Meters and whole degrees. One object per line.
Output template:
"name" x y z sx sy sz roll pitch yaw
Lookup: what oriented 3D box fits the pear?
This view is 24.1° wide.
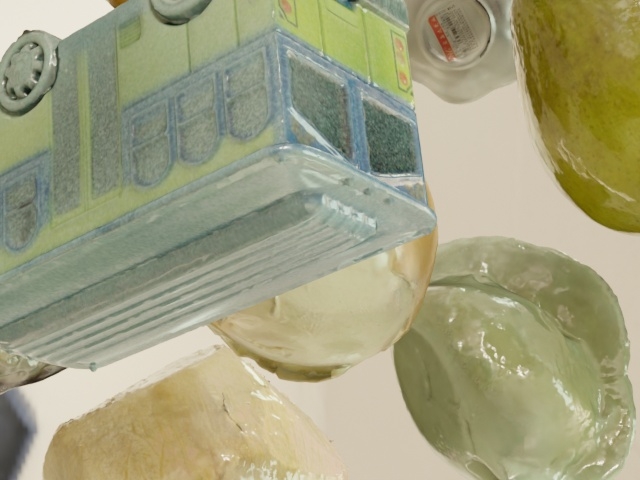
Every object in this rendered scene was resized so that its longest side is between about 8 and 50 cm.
"pear" 0.323 -0.171 1.492 0.375 0.287 0.287 47 -18 1

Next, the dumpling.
"dumpling" 0.207 0.155 1.719 0.320 0.270 0.212 62 27 -3

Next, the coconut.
"coconut" -0.150 0.362 1.938 0.404 0.404 0.404 175 -90 -76

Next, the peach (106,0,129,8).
"peach" -0.188 -0.284 1.390 0.179 0.103 0.179 43 -7 6

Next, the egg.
"egg" 0.000 0.000 1.280 0.201 0.201 0.244 106 7 -56

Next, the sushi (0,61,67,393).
"sushi" -0.378 -0.003 1.618 0.294 0.281 0.299 56 -42 43

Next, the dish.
"dish" 0.197 -0.303 2.145 0.081 0.229 0.229 -42 131 -71

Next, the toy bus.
"toy bus" -0.096 -0.049 0.938 0.312 0.152 0.190 -23 -119 33
